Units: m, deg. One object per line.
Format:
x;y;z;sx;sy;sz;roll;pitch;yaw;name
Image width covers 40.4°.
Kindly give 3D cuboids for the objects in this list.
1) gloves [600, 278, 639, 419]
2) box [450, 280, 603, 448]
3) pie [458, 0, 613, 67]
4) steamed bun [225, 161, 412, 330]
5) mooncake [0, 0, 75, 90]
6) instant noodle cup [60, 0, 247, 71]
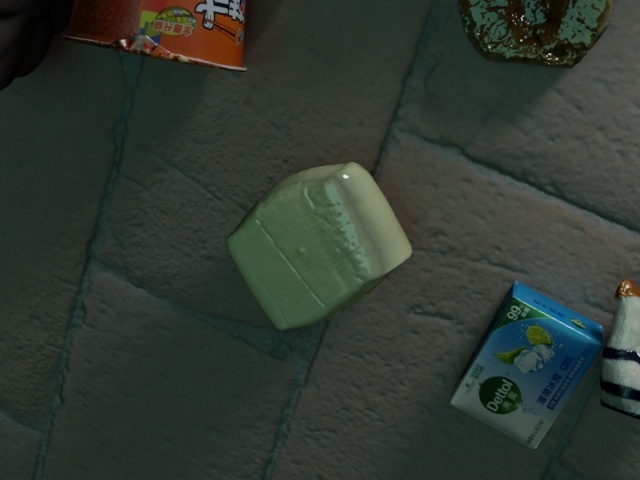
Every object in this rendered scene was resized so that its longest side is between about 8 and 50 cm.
0.452;0.132;1.157;0.140;0.131;0.219;18;86;23;gloves
0.291;0.177;1.236;0.139;0.073;0.194;28;113;7;box
0.272;-0.311;1.102;0.195;0.046;0.195;4;105;15;pie
0.000;0.000;1.228;0.250;0.155;0.200;-31;93;30;steamed bun
-0.437;-0.353;1.185;0.154;0.306;0.306;31;113;1;mooncake
-0.205;-0.339;1.147;0.250;0.250;0.192;13;102;13;instant noodle cup
